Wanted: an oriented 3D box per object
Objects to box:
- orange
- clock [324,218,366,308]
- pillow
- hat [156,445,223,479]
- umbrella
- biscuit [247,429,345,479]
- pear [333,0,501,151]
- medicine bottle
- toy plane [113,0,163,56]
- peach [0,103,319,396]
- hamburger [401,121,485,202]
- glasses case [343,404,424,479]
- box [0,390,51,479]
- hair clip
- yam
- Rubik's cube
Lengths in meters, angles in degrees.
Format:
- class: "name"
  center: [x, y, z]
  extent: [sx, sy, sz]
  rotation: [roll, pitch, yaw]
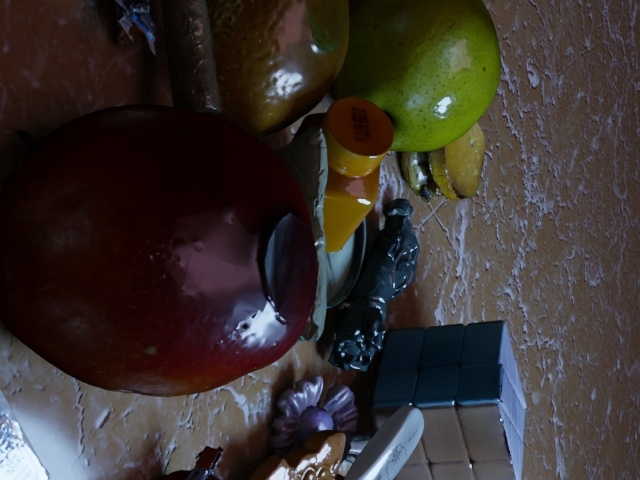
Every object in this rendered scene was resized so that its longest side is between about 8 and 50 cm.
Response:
- class: "orange"
  center: [-0.063, -0.307, 1.620]
  extent: [0.262, 0.196, 0.335]
  rotation: [49, 45, -65]
- class: "clock"
  center: [0.000, 0.000, 1.851]
  extent: [0.226, 0.049, 0.226]
  rotation: [-8, 99, -57]
- class: "pillow"
  center: [-0.051, 0.015, 1.565]
  extent: [0.076, 0.274, 0.281]
  rotation: [8, 75, -24]
- class: "hat"
  center: [-0.179, 0.408, 1.590]
  extent: [0.140, 0.128, 0.227]
  rotation: [-81, 176, -55]
- class: "umbrella"
  center: [0.106, 0.066, 1.968]
  extent: [0.094, 0.143, 0.349]
  rotation: [32, 48, -11]
- class: "biscuit"
  center: [-0.037, 0.441, 1.796]
  extent: [0.284, 0.043, 0.306]
  rotation: [-46, 138, -25]
- class: "pear"
  center: [0.153, -0.276, 1.859]
  extent: [0.294, 0.294, 0.294]
  rotation: [-11, 103, -57]
- class: "medicine bottle"
  center: [0.016, -0.098, 1.663]
  extent: [0.112, 0.222, 0.149]
  rotation: [11, 56, -18]
- class: "toy plane"
  center: [-0.245, -0.312, 1.411]
  extent: [0.135, 0.062, 0.188]
  rotation: [-90, 160, -55]
- class: "peach"
  center: [-0.168, 0.015, 1.349]
  extent: [0.406, 0.310, 0.335]
  rotation: [22, 78, -58]
- class: "hamburger"
  center: [0.219, -0.169, 2.115]
  extent: [0.182, 0.118, 0.191]
  rotation: [-54, 140, -45]
- class: "glasses case"
  center: [0.100, 0.345, 1.856]
  extent: [0.193, 0.049, 0.074]
  rotation: [-47, 138, -25]
- class: "box"
  center: [-0.414, 0.272, 1.178]
  extent: [0.265, 0.097, 0.168]
  rotation: [-53, 136, -40]
- class: "hair clip"
  center: [0.022, 0.324, 1.902]
  extent: [0.300, 0.069, 0.173]
  rotation: [33, 73, -55]
- class: "yam"
  center: [-0.173, -0.305, 1.478]
  extent: [0.066, 0.066, 0.300]
  rotation: [-4, 86, -58]
- class: "Rubik's cube"
  center: [0.232, 0.295, 2.037]
  extent: [0.231, 0.224, 0.221]
  rotation: [-71, 149, -55]
